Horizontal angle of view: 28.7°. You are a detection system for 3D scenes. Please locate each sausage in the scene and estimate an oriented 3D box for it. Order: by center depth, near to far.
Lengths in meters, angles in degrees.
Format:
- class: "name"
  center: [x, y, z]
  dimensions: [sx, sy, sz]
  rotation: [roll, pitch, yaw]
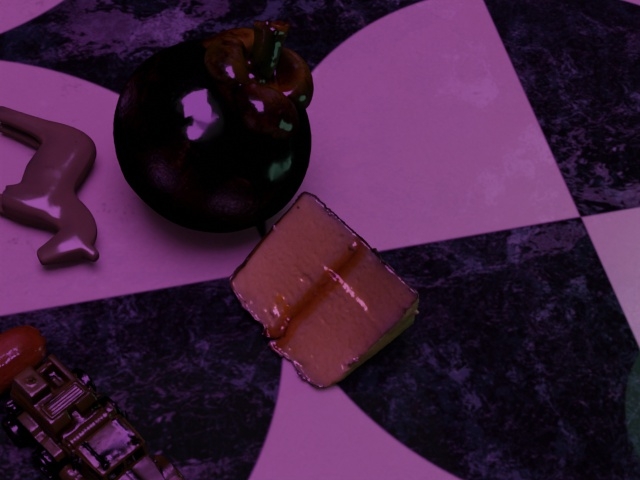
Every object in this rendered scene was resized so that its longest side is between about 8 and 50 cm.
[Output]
- class: "sausage"
  center: [-0.452, 0.181, 1.672]
  dimensions: [0.197, 0.076, 0.076]
  rotation: [-34, 67, -27]

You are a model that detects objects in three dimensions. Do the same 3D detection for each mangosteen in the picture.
- class: "mangosteen"
  center: [-0.139, -0.152, 1.796]
  dimensions: [0.313, 0.297, 0.297]
  rotation: [2, 42, 48]

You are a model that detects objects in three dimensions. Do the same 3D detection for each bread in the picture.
- class: "bread"
  center: [-0.005, 0.077, 1.755]
  dimensions: [0.178, 0.135, 0.240]
  rotation: [-40, 73, -18]

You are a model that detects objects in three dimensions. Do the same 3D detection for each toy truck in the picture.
- class: "toy truck"
  center: [-0.290, 0.262, 1.610]
  dimensions: [0.257, 0.127, 0.127]
  rotation: [43, 60, 16]

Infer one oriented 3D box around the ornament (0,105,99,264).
- class: "ornament"
  center: [-0.409, -0.074, 1.852]
  dimensions: [0.245, 0.061, 0.230]
  rotation: [18, 58, 8]
